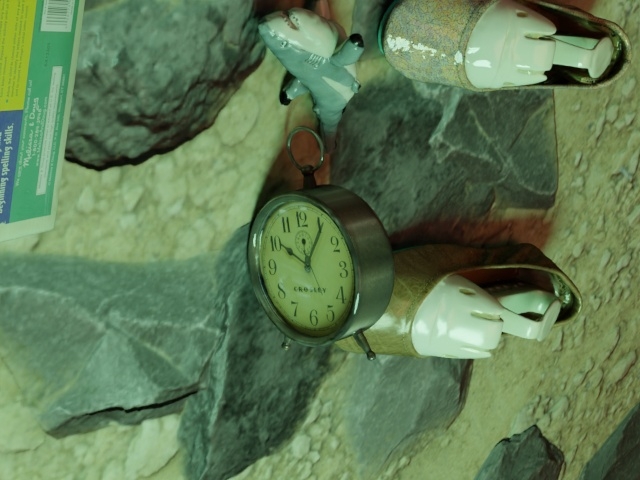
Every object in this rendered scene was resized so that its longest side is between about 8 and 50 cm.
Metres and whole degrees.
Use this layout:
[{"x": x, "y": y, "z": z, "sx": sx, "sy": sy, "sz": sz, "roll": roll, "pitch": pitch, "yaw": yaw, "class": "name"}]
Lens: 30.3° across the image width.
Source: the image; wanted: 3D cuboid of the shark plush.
[{"x": -0.009, "y": -0.135, "z": 0.959, "sx": 0.067, "sy": 0.073, "sz": 0.161, "roll": -28, "pitch": 156, "yaw": -10, "class": "shark plush"}]

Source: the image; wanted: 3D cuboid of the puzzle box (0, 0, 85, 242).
[{"x": -0.206, "y": -0.183, "z": 0.579, "sx": 0.272, "sy": 0.052, "sz": 0.408, "roll": -20, "pitch": 123, "yaw": -65, "class": "puzzle box"}]

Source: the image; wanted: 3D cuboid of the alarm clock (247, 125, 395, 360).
[{"x": 0.000, "y": 0.000, "z": 0.974, "sx": 0.064, "sy": 0.129, "sz": 0.192, "roll": -19, "pitch": 105, "yaw": -43, "class": "alarm clock"}]

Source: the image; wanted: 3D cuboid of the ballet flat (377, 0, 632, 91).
[{"x": 0.189, "y": -0.184, "z": 1.083, "sx": 0.316, "sy": 0.106, "sz": 0.107, "roll": -10, "pitch": 120, "yaw": -45, "class": "ballet flat"}]

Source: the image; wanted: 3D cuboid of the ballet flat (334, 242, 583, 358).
[{"x": 0.156, "y": 0.068, "z": 1.190, "sx": 0.342, "sy": 0.124, "sz": 0.116, "roll": -2, "pitch": 114, "yaw": -48, "class": "ballet flat"}]
